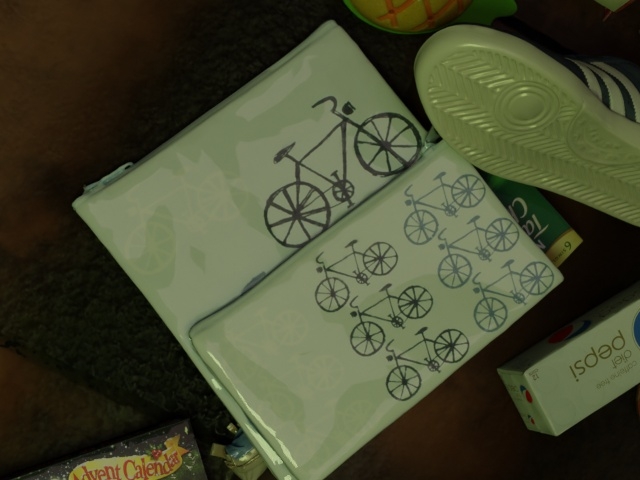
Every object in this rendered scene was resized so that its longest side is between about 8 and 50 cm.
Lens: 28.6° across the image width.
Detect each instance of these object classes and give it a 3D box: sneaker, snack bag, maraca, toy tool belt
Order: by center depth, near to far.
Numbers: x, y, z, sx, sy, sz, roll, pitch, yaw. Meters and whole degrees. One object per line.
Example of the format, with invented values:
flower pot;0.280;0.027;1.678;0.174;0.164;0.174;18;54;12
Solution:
snack bag;0.000;0.000;1.147;0.323;0.037;0.342;-37;86;-11
toy tool belt;-0.059;0.176;1.150;0.051;0.052;0.083;44;76;-18
sneaker;0.227;-0.133;1.191;0.350;0.131;0.148;25;44;-30
maraca;0.106;-0.252;1.191;0.186;0.099;0.127;6;125;-14

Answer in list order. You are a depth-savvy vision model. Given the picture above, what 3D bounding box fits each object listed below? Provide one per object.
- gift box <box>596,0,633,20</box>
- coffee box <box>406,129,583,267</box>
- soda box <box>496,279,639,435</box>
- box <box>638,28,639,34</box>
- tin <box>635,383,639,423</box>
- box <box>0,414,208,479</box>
gift box;0.283;-0.368;1.176;0.258;0.255;0.276;28;74;-10
coffee box;0.157;-0.027;1.225;0.113;0.040;0.184;-44;98;-12
soda box;0.287;0.105;1.240;0.216;0.069;0.074;-29;95;-14
box;0.438;-0.148;1.312;0.136;0.036;0.225;-27;93;-15
tin;0.412;0.163;1.288;0.190;0.040;0.106;-1;83;-15
box;-0.205;0.267;1.108;0.233;0.044;0.159;-18;92;-16
